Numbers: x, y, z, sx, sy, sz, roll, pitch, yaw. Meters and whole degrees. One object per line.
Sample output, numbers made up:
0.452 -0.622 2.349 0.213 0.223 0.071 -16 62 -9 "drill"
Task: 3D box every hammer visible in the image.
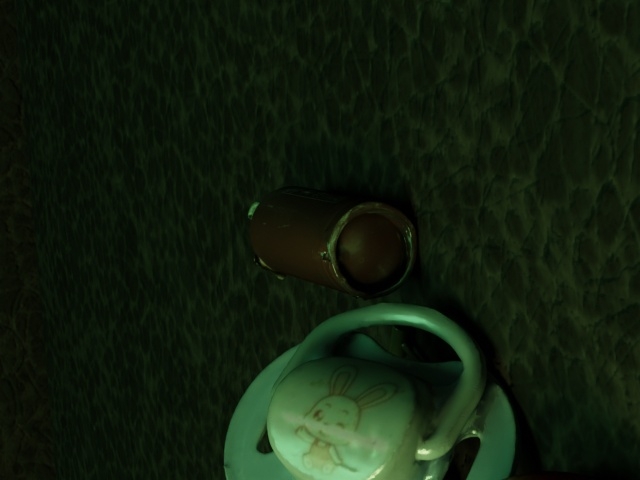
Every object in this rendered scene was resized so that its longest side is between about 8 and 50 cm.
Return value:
0.096 0.120 1.567 0.110 0.019 0.035 51 143 47 "hammer"

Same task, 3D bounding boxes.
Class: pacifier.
0.061 0.192 1.502 0.287 0.238 0.226 12 150 31 "pacifier"

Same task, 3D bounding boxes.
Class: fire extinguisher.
0.000 0.000 1.662 0.269 0.105 0.104 -168 71 -65 "fire extinguisher"

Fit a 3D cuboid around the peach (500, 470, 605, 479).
0.189 0.263 1.280 0.190 0.192 0.190 -15 -90 -75 "peach"
